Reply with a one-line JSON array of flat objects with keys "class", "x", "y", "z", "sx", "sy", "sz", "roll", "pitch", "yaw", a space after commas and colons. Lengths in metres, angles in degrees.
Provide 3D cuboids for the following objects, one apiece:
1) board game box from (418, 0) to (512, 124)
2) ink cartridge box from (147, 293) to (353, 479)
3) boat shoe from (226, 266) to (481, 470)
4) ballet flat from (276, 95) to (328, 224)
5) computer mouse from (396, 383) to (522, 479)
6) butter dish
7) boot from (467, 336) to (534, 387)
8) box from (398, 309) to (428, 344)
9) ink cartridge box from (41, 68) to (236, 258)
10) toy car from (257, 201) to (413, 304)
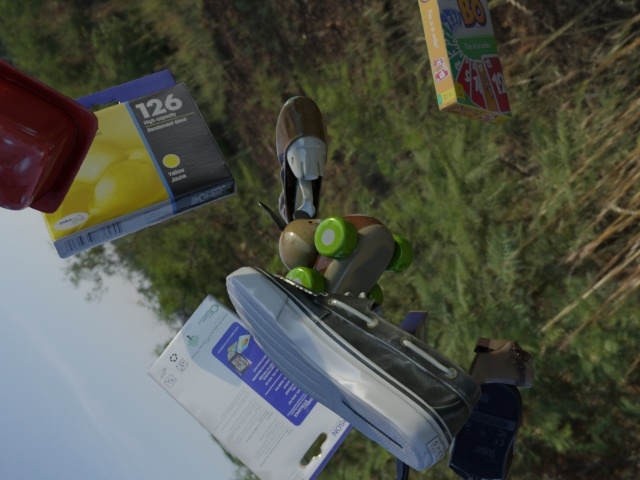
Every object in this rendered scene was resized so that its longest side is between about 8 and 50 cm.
[{"class": "board game box", "x": 0.178, "y": -0.283, "z": 0.935, "sx": 0.039, "sy": 0.124, "sz": 0.259, "roll": -23, "pitch": 72, "yaw": 43}, {"class": "ink cartridge box", "x": -0.101, "y": 0.239, "z": 1.107, "sx": 0.333, "sy": 0.165, "sz": 0.065, "roll": 35, "pitch": 172, "yaw": 29}, {"class": "boat shoe", "x": 0.030, "y": 0.119, "z": 0.819, "sx": 0.335, "sy": 0.119, "sz": 0.121, "roll": 35, "pitch": 150, "yaw": 32}, {"class": "ballet flat", "x": -0.037, "y": -0.139, "z": 1.551, "sx": 0.342, "sy": 0.116, "sz": 0.124, "roll": 98, "pitch": 161, "yaw": -45}, {"class": "computer mouse", "x": 0.211, "y": 0.310, "z": 1.109, "sx": 0.184, "sy": 0.262, "sz": 0.060, "roll": 7, "pitch": -166, "yaw": 21}, {"class": "butter dish", "x": -0.352, "y": -0.096, "z": 0.788, "sx": 0.160, "sy": 0.160, "sz": 0.118, "roll": 30, "pitch": -151, "yaw": -14}, {"class": "boot", "x": 0.250, "y": 0.183, "z": 1.001, "sx": 0.087, "sy": 0.118, "sz": 0.042, "roll": 22, "pitch": 139, "yaw": 8}, {"class": "box", "x": 0.132, "y": 0.193, "z": 1.077, "sx": 0.225, "sy": 0.037, "sz": 0.136, "roll": -24, "pitch": -66, "yaw": -75}, {"class": "ink cartridge box", "x": -0.340, "y": -0.156, "z": 1.213, "sx": 0.307, "sy": 0.304, "sz": 0.072, "roll": 60, "pitch": 162, "yaw": 22}, {"class": "toy car", "x": 0.000, "y": 0.000, "z": 0.982, "sx": 0.155, "sy": 0.149, "sz": 0.188, "roll": 14, "pitch": -156, "yaw": -49}]
